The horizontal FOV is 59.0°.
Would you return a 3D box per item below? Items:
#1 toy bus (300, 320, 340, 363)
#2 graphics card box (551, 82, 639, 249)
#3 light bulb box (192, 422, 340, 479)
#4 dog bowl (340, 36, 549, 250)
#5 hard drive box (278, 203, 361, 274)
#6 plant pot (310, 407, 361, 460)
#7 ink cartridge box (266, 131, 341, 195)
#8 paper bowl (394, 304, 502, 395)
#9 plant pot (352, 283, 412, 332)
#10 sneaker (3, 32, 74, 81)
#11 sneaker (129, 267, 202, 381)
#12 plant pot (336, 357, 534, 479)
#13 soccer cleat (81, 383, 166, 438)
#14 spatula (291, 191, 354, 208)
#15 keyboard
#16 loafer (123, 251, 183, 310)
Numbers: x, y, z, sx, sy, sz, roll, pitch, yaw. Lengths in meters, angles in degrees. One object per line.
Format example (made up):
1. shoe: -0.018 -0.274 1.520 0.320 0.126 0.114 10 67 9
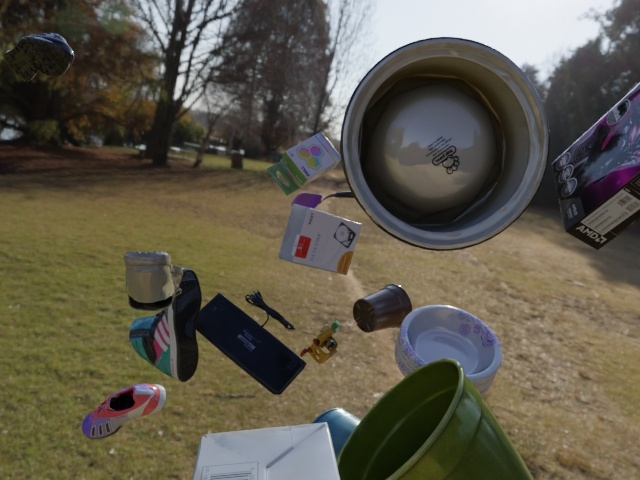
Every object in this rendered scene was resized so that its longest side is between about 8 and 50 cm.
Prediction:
1. toy bus: 0.024 0.453 2.434 0.104 0.191 0.202 46 13 14
2. graphics card box: 0.605 -0.180 1.047 0.094 0.371 0.233 26 44 -12
3. light bulb box: -0.067 0.526 0.827 0.225 0.361 0.358 -4 12 -5
4. dog bowl: 0.237 -0.189 1.153 0.407 0.408 0.150 12 4 -4
5. hard drive box: 0.000 0.000 1.820 0.232 0.181 0.089 14 2 -38
6. plant pot: 0.109 0.698 1.770 0.271 0.272 0.255 3 4 -41
7. ink cartridge box: -0.048 -0.234 1.714 0.209 0.109 0.062 -34 -7 -31
8. paper bowl: 0.349 0.326 1.583 0.284 0.148 0.284 5 37 -3
9. plant pot: 0.218 0.255 2.058 0.165 0.167 0.167 -10 23 -37
10. sneaker: -0.674 -0.479 1.398 0.283 0.107 0.124 10 52 41
11. sneaker: -0.405 0.203 1.458 0.178 0.296 0.124 10 12 25
12. plant pot: 0.273 0.500 1.164 0.353 0.366 0.366 45 12 -2
13. soccer cleat: -0.594 0.486 1.628 0.318 0.109 0.116 -26 -34 22
14. spatula: 0.039 -0.152 1.993 0.296 0.084 0.030 -11 64 -32
15. keyboard: -0.173 0.251 1.517 0.317 0.033 0.201 37 57 14
16. loafer: -0.307 0.083 1.021 0.101 0.092 0.268 2 -13 -6
